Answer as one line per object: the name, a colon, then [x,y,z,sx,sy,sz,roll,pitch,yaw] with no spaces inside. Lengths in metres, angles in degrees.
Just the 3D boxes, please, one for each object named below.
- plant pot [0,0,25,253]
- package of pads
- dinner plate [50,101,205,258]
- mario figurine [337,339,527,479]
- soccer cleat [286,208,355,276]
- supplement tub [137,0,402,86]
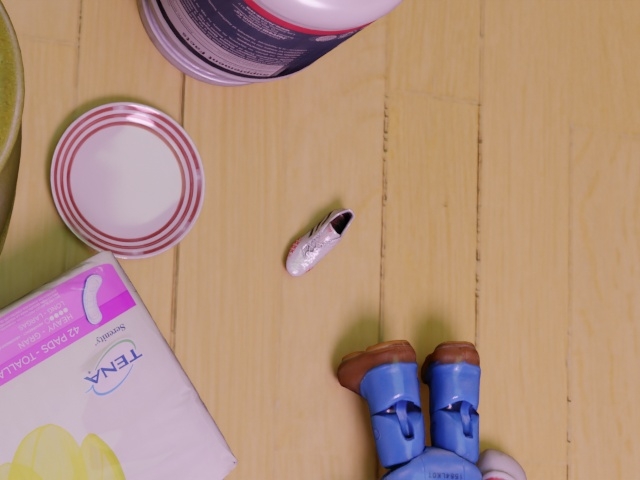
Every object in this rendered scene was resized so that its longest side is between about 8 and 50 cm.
plant pot: [-0.371,-0.085,1.347,0.366,0.353,0.366,4,79,-22]
package of pads: [-0.241,0.174,1.492,0.296,0.101,0.229,-32,93,-23]
dinner plate: [-0.171,-0.052,1.605,0.141,0.017,0.141,4,79,-21]
mario figurine: [0.082,0.259,1.621,0.198,0.170,0.320,-8,70,13]
soccer cleat: [0.000,0.000,1.654,0.083,0.035,0.029,-44,99,-23]
supplement tub: [-0.040,-0.244,1.551,0.191,0.272,0.191,4,80,-22]
